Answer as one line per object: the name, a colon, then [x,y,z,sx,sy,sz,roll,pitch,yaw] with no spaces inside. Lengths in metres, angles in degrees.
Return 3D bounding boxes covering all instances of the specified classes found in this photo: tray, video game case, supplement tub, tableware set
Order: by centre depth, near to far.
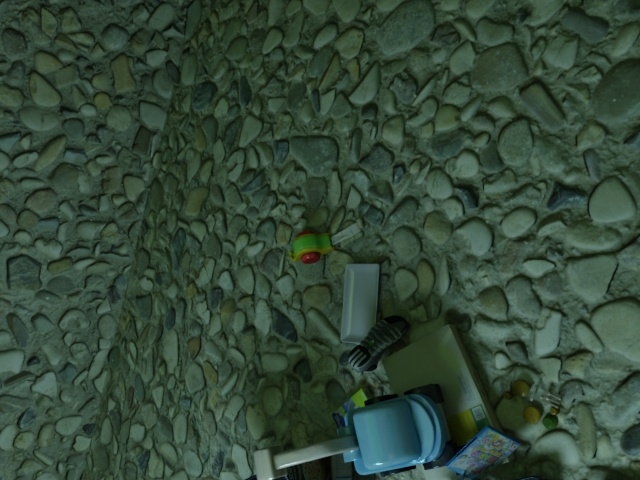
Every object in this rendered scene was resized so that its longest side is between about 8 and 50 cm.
video game case: [0.429,0.564,1.545,0.166,0.119,0.015,-52,21,20]
tableware set: [0.567,0.436,1.575,0.154,0.024,0.104,19,98,40]
supplement tub: [0.069,0.731,1.922,0.071,0.071,0.107,-10,75,40]
tray: [0.139,0.213,1.983,0.145,0.030,0.270,-1,81,40]

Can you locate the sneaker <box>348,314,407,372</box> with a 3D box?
sneaker: [0.186,0.341,1.884,0.228,0.132,0.086,-36,57,-13]

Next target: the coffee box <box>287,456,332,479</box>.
coffee box: [-0.060,0.760,1.911,0.098,0.246,0.141,-29,65,35]

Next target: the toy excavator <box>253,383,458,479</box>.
toy excavator: [0.100,0.544,1.594,0.433,0.445,0.222,-25,66,30]

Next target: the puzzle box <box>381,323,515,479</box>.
puzzle box: [0.361,0.488,1.723,0.272,0.052,0.409,-35,61,31]

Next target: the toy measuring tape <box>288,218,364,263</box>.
toy measuring tape: [0.000,0.000,2.090,0.330,0.121,0.121,-29,64,34]

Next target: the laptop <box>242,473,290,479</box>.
laptop: [-0.085,0.833,1.807,0.382,0.408,0.236,-35,62,31]

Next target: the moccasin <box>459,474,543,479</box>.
moccasin: [0.420,0.669,1.525,0.342,0.117,0.138,-19,27,7]

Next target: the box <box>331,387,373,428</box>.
box: [0.113,0.581,1.931,0.178,0.042,0.109,-48,54,23]
